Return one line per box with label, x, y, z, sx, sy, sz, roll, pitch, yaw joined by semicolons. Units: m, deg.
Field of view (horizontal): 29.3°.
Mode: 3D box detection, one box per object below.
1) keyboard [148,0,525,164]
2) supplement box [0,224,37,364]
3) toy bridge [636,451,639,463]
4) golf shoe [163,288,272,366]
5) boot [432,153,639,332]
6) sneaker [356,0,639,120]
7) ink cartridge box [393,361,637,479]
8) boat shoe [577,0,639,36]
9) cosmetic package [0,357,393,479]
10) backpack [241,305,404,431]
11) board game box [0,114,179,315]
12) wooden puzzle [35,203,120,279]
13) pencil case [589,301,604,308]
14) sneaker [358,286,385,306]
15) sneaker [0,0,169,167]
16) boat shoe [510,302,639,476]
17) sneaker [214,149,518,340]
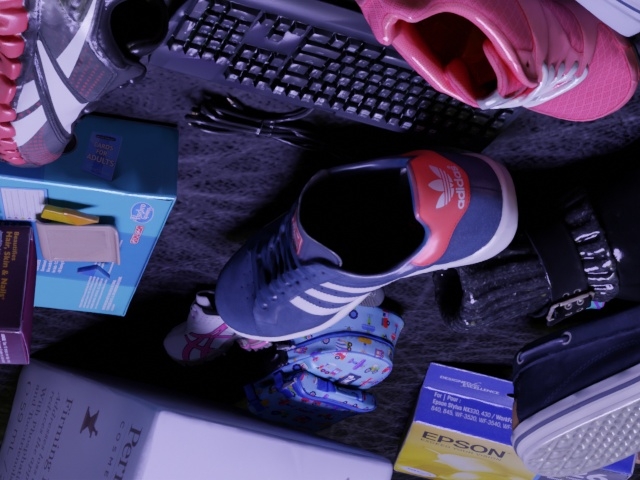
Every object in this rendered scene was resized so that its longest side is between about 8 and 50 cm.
keyboard;0.008;-0.121;1.023;0.317;0.033;0.201;13;149;-24
supplement box;-0.348;0.046;1.071;0.188;0.104;0.081;3;152;-8
toy bridge;0.405;0.308;1.820;0.026;0.063;0.188;17;157;-32
golf shoe;-0.119;0.088;1.394;0.186;0.067;0.086;-20;116;40
boot;0.243;-0.012;1.116;0.260;0.131;0.348;-3;153;-6
sneaker;0.124;-0.134;0.878;0.314;0.136;0.116;23;138;-39
ink cartridge box;0.270;0.286;1.705;0.304;0.072;0.307;14;155;3
boat shoe;0.175;-0.211;0.826;0.226;0.083;0.076;12;140;-46
cosmetic package;-0.184;0.352;1.461;0.327;0.329;0.394;20;172;-34
backpack;0.012;0.138;1.427;0.173;0.116;0.158;-26;145;34
board game box;-0.321;-0.032;1.121;0.336;0.079;0.254;8;150;-17
wooden puzzle;-0.215;0.000;1.090;0.079;0.014;0.116;9;150;-10
pencil case;0.227;0.044;1.310;0.152;0.064;0.070;-1;178;-2
sneaker;0.003;0.054;1.305;0.166;0.076;0.065;21;146;-36
sneaker;-0.181;-0.135;0.887;0.135;0.097;0.276;6;149;-10
boat shoe;0.423;0.097;1.338;0.500;0.156;0.187;-29;138;23
sneaker;0.000;0.000;1.114;0.350;0.131;0.148;-27;159;37
